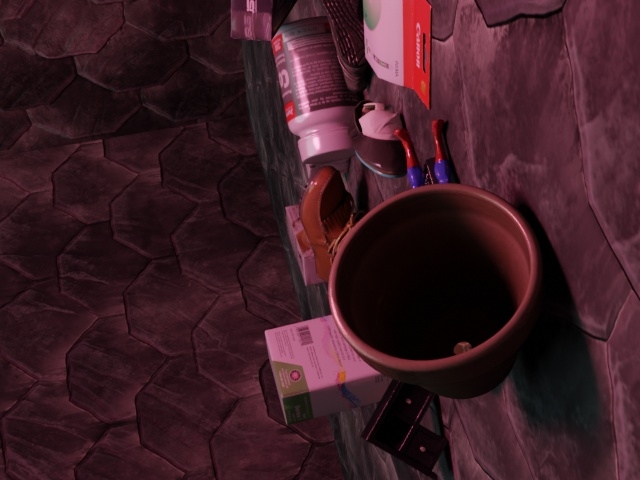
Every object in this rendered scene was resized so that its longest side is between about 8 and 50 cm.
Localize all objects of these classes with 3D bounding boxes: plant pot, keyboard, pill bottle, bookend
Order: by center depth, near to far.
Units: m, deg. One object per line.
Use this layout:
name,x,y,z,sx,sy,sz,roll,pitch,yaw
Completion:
plant pot,0.166,0.097,1.188,0.229,0.263,0.263,62,-171,-52
keyboard,0.193,-0.042,1.472,0.108,0.023,0.180,103,154,-70
bookend,0.185,0.351,1.765,0.156,0.157,0.072,-59,3,-9
pill bottle,-0.001,-0.314,1.949,0.161,0.161,0.283,140,119,-81

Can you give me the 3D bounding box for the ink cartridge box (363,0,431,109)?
ink cartridge box,0.120,-0.336,1.493,0.224,0.056,0.181,-109,11,-52

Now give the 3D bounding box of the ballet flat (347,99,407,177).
ballet flat,0.100,-0.198,1.678,0.280,0.095,0.096,-120,33,-66

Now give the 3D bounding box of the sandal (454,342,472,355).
sandal,0.239,0.168,1.368,0.180,0.049,0.072,-44,62,63

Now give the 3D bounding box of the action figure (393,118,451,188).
action figure,0.168,-0.040,1.347,0.139,0.092,0.280,19,-122,-77

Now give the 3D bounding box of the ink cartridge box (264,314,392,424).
ink cartridge box,0.031,0.278,2.092,0.201,0.278,0.117,-109,9,-46

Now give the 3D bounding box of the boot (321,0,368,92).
boot,0.045,-0.424,1.810,0.161,0.084,0.246,94,165,-80

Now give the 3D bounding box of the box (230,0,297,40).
box,-0.099,-0.621,1.897,0.395,0.097,0.318,-73,-14,-59

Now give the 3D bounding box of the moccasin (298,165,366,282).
moccasin,0.041,-0.020,2.123,0.147,0.139,0.380,23,142,27

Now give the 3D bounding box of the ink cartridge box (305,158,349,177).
ink cartridge box,0.017,-0.209,2.175,0.135,0.099,0.056,98,160,-64

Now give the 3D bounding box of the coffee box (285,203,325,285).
coffee box,0.000,0.000,2.419,0.246,0.141,0.098,-110,13,-54
